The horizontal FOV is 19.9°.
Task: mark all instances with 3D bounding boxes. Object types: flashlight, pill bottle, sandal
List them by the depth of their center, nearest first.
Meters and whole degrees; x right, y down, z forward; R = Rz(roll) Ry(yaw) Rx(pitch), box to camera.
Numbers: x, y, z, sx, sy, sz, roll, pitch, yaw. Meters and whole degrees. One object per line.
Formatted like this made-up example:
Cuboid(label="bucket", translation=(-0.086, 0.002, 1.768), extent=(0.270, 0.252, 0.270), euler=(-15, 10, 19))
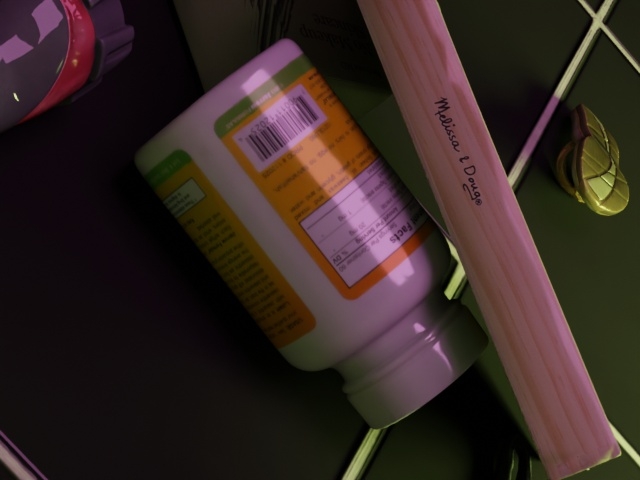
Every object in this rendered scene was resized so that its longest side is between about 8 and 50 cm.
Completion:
Cuboid(label="flashlight", translation=(-0.225, -0.091, 1.063), extent=(0.103, 0.103, 0.304), euler=(54, 34, -3))
Cuboid(label="pill bottle", translation=(0.000, 0.000, 1.224), extent=(0.246, 0.136, 0.136), euler=(52, 35, -4))
Cuboid(label="sandal", translation=(0.238, -0.067, 1.648), extent=(0.072, 0.049, 0.180), euler=(49, 20, -18))

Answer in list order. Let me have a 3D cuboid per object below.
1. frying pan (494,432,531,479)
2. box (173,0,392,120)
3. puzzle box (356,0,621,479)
Cuboid(label="frying pan", translation=(0.141, 0.275, 1.246), extent=(0.197, 0.053, 0.326), euler=(54, 37, -2))
Cuboid(label="box", translation=(-0.052, -0.208, 1.373), extent=(0.113, 0.094, 0.275), euler=(4, 58, -50))
Cuboid(label="puzzle box", translation=(0.108, -0.032, 1.294), extent=(0.272, 0.052, 0.409), euler=(33, 35, -83))
